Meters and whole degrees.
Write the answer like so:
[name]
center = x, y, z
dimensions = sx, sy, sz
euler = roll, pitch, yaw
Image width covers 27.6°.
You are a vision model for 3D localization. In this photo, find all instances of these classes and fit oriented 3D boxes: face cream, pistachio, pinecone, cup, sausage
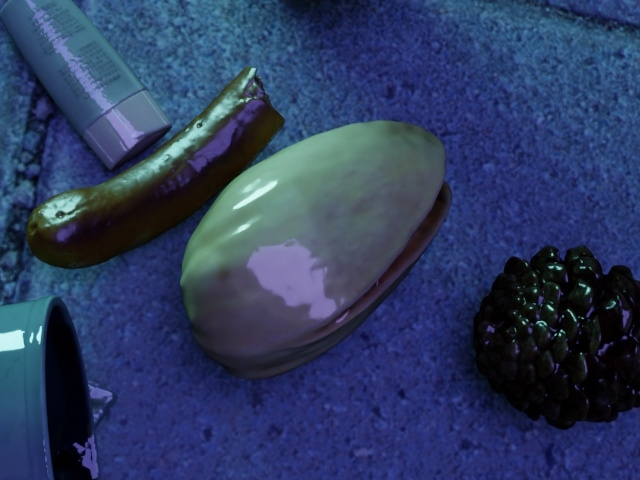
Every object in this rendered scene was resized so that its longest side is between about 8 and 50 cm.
[face cream]
center = -0.239, -0.169, 1.317
dimensions = 0.084, 0.057, 0.198
euler = -36, 88, -18
[pistachio]
center = 0.000, 0.000, 1.251
dimensions = 0.318, 0.214, 0.193
euler = -38, 130, -20
[pinecone]
center = 0.256, 0.102, 1.298
dimensions = 0.204, 0.179, 0.184
euler = 21, 39, -22
[cup]
center = -0.350, 0.226, 1.076
dimensions = 0.311, 0.257, 0.331
euler = -7, 104, -3
[sausage]
center = -0.155, -0.061, 1.286
dimensions = 0.302, 0.103, 0.076
euler = -38, 52, -22

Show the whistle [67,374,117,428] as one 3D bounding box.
[whistle]
center = -0.336, 0.086, 1.224
dimensions = 0.312, 0.062, 0.062
euler = 33, 71, -4
